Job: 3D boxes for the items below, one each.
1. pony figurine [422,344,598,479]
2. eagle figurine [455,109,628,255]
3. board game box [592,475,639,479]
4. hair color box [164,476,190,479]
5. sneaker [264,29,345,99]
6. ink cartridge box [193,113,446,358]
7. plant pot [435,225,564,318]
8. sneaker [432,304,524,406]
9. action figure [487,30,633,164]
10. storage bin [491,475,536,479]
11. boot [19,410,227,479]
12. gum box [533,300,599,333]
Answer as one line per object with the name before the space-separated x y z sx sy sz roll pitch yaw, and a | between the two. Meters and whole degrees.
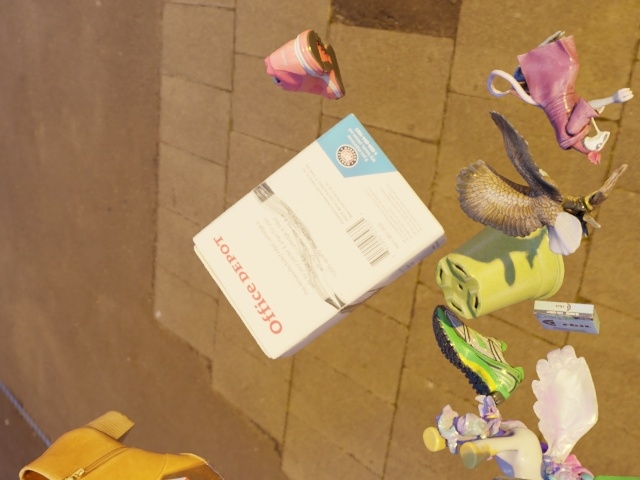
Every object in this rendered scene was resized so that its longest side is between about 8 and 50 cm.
pony figurine | 0.378 0.399 1.275 0.303 0.363 0.351 -53 41 41
eagle figurine | 0.450 -0.115 1.469 0.298 0.225 0.226 23 92 1
board game box | 0.236 0.374 0.534 0.064 0.316 0.242 -14 96 38
hair color box | -0.194 0.341 0.821 0.053 0.093 0.167 41 146 -11
sneaker | -0.036 -0.389 1.565 0.136 0.314 0.116 -16 83 15
ink cartridge box | 0.000 0.000 1.322 0.395 0.166 0.285 -37 77 6
plant pot | 0.463 0.082 1.853 0.276 0.254 0.276 46 150 37
sneaker | 0.458 0.323 2.036 0.343 0.146 0.134 51 164 27
action figure | 0.644 -0.361 1.830 0.275 0.248 0.370 -19 73 4
storage bin | 0.196 0.312 0.673 0.098 0.091 0.135 -3 80 32
boot | -0.280 0.388 1.023 0.295 0.211 0.104 31 112 8
gum box | 0.706 0.221 1.958 0.157 0.184 0.041 3 71 29
